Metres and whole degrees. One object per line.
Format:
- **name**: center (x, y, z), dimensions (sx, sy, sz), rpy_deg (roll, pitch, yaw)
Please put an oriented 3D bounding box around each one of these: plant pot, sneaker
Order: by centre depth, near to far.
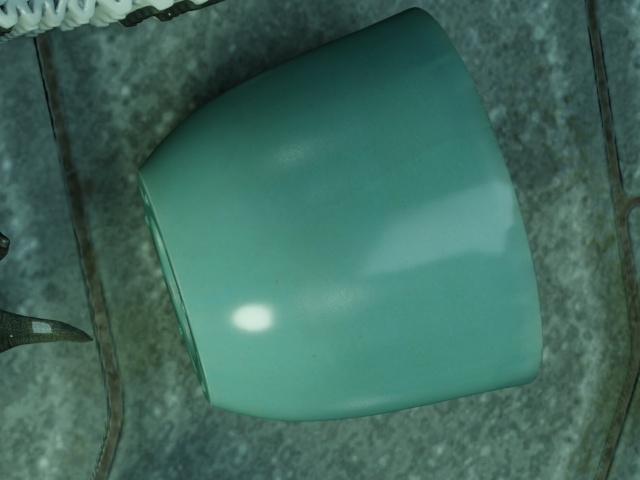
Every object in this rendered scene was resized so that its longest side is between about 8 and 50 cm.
- **sneaker**: center (-0.205, -0.205, 1.333), dimensions (0.292, 0.110, 0.118), rpy_deg (-14, 95, -33)
- **plant pot**: center (0.000, 0.000, 1.367), dimensions (0.235, 0.293, 0.293), rpy_deg (-17, 105, -7)

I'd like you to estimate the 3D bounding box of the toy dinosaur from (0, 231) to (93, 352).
- **toy dinosaur**: center (-0.319, 0.035, 1.309), dimensions (0.313, 0.121, 0.160), rpy_deg (18, 110, -35)
